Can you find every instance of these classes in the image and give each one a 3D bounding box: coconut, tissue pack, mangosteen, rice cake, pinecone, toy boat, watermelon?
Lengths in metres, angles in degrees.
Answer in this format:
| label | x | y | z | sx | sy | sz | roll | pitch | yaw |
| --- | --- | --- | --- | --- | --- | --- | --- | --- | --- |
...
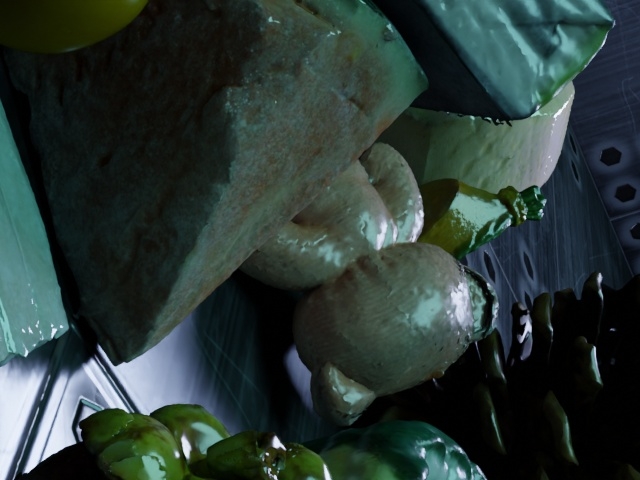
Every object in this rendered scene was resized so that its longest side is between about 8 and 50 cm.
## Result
| label | x | y | z | sx | sy | sz | roll | pitch | yaw |
| --- | --- | --- | --- | --- | --- | --- | --- | --- | --- |
| coconut | 0.112 | -0.140 | 1.464 | 0.259 | 0.259 | 0.259 | -18 | 90 | -72 |
| tissue pack | 0.016 | -0.232 | 1.108 | 0.288 | 0.124 | 0.394 | 49 | -9 | -20 |
| mangosteen | -0.084 | 0.158 | 0.762 | 0.166 | 0.180 | 0.166 | 37 | 11 | -8 |
| rice cake | -0.201 | -0.034 | 0.818 | 0.124 | 0.038 | 0.211 | -29 | 101 | -71 |
| pinecone | 0.243 | 0.188 | 1.391 | 0.384 | 0.384 | 0.385 | -18 | 90 | -72 |
| toy boat | 0.095 | 0.009 | 1.365 | 0.088 | 0.229 | 0.089 | 49 | 10 | -35 |
| watermelon | -0.068 | -0.078 | 1.020 | 0.250 | 0.283 | 0.293 | -9 | 108 | -57 |

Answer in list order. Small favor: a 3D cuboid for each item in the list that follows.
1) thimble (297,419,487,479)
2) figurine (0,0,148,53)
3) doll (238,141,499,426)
| label | x | y | z | sx | sy | sz | roll | pitch | yaw |
| --- | --- | --- | --- | --- | --- | --- | --- | --- | --- |
| thimble | 0.033 | 0.255 | 1.020 | 0.288 | 0.167 | 0.254 | 6 | 66 | -71 |
| figurine | -0.188 | -0.180 | 0.755 | 0.228 | 0.215 | 0.215 | -29 | 101 | -52 |
| doll | 0.000 | 0.000 | 1.269 | 0.201 | 0.156 | 0.303 | -25 | 76 | -32 |
